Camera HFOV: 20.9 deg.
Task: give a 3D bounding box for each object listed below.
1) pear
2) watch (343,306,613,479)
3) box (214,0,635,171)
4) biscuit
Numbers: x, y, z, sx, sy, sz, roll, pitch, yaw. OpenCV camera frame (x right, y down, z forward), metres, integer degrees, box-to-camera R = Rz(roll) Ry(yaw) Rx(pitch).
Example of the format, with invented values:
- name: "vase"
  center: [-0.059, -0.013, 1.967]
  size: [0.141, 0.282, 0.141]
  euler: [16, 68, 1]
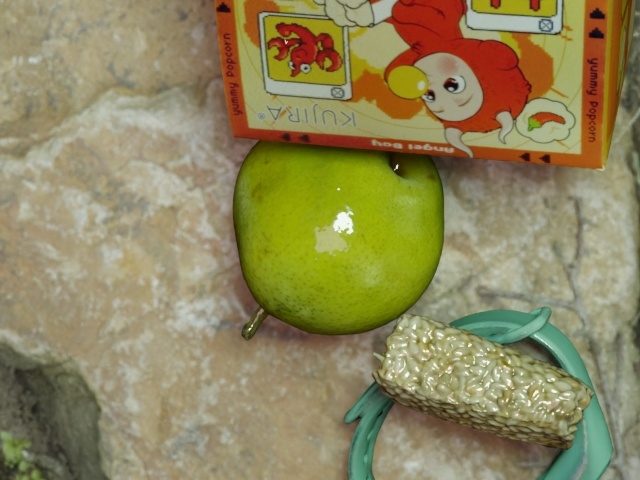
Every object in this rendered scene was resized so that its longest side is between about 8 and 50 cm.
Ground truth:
- name: "pear"
  center: [0.000, 0.000, 1.384]
  size: [0.216, 0.166, 0.180]
  euler: [-48, 53, 37]
- name: "watch"
  center: [0.133, 0.162, 1.430]
  size: [0.195, 0.068, 0.237]
  euler: [41, 111, 6]
- name: "box"
  center: [0.082, -0.213, 1.253]
  size: [0.283, 0.214, 0.260]
  euler: [5, 127, 13]
- name: "biscuit"
  center: [0.126, 0.112, 1.344]
  size: [0.168, 0.082, 0.070]
  euler: [18, 82, 16]
